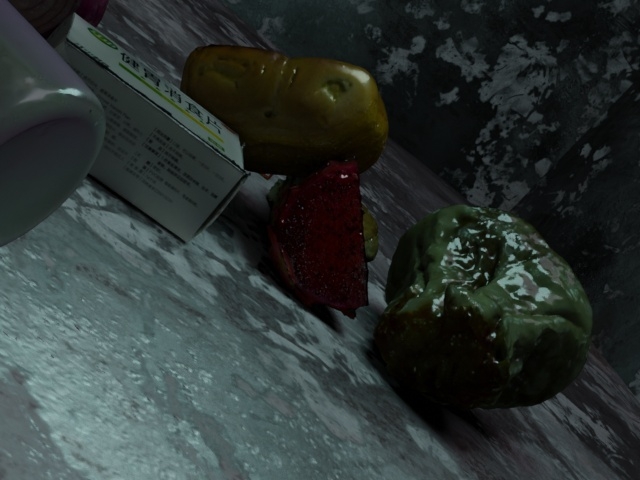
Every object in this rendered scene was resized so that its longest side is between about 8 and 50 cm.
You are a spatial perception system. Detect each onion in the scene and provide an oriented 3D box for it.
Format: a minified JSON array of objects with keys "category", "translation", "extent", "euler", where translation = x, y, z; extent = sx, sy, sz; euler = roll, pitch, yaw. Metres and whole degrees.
[{"category":"onion","translation":[-0.449,-0.427,1.614],"extent":[0.230,0.272,0.256],"euler":[-86,164,-79]}]

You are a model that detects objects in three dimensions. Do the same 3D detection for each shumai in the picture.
[{"category":"shumai","translation":[0.243,0.135,1.725],"extent":[0.397,0.324,0.323],"euler":[41,27,17]}]

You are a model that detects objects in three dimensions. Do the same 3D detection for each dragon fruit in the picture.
[{"category":"dragon fruit","translation":[0.000,0.000,1.672],"extent":[0.189,0.163,0.262],"euler":[-42,125,-81]}]

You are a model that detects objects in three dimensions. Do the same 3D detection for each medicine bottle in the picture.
[{"category":"medicine bottle","translation":[-0.407,-0.185,0.983],"extent":[0.388,0.219,0.219],"euler":[46,14,12]}]

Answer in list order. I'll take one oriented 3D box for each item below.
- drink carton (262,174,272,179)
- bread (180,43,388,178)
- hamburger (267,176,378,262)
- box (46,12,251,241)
[{"category":"drink carton","translation":[-0.175,-0.227,2.097],"extent":[0.223,0.071,0.096],"euler":[35,16,-27]},{"category":"bread","translation":[-0.053,-0.192,1.696],"extent":[0.328,0.148,0.337],"euler":[10,-11,7]},{"category":"hamburger","translation":[0.012,-0.035,1.905],"extent":[0.211,0.132,0.309],"euler":[36,13,-17]},{"category":"box","translation":[-0.268,-0.162,1.470],"extent":[0.333,0.145,0.173],"euler":[36,16,-22]}]
